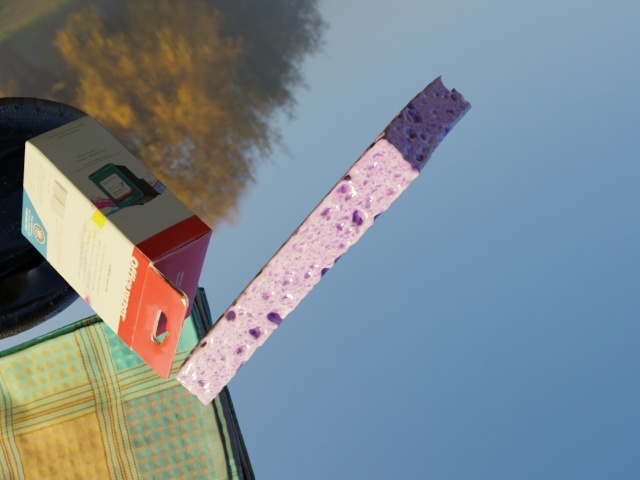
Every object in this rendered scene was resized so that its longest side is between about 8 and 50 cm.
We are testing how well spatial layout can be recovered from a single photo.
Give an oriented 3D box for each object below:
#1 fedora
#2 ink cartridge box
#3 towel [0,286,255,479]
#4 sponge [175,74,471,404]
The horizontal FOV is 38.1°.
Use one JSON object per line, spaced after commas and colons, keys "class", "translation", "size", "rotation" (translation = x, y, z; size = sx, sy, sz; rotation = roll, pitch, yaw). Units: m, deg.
{"class": "fedora", "translation": [-0.396, -0.039, 1.065], "size": [0.334, 0.334, 0.152], "rotation": [-40, -133, -19]}
{"class": "ink cartridge box", "translation": [-0.186, 0.006, 0.887], "size": [0.078, 0.231, 0.134], "rotation": [-32, 155, -39]}
{"class": "towel", "translation": [-0.274, 0.231, 1.096], "size": [0.370, 0.271, 0.040], "rotation": [-20, 169, 14]}
{"class": "sponge", "translation": [0.000, 0.000, 0.545], "size": [0.210, 0.031, 0.117], "rotation": [-47, -179, 31]}
